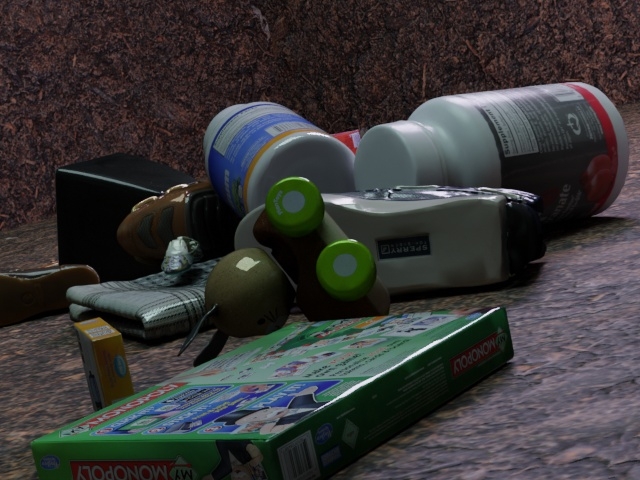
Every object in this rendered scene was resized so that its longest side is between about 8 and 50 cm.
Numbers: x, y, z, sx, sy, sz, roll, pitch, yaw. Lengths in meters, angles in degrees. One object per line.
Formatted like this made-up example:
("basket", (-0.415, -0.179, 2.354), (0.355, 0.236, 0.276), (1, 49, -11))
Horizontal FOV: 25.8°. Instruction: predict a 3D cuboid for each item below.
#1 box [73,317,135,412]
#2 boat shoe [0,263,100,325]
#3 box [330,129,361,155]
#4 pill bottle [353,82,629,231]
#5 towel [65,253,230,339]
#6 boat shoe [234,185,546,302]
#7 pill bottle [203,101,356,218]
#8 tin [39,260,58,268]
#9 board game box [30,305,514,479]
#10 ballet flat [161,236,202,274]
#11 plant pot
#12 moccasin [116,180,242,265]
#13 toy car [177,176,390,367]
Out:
("box", (-0.181, 0.111, 1.175), (0.028, 0.081, 0.136), (-14, 8, -14))
("boat shoe", (-0.408, 0.075, 1.926), (0.207, 0.073, 0.073), (-6, 4, -12))
("box", (-0.020, -0.124, 2.632), (0.122, 0.128, 0.257), (-8, 8, 29))
("pill bottle", (0.206, -0.094, 1.706), (0.318, 0.176, 0.176), (-10, 5, -31))
("towel", (-0.129, 0.051, 1.699), (0.312, 0.056, 0.324), (-15, 7, -26))
("boat shoe", (0.086, 0.003, 1.531), (0.340, 0.127, 0.158), (1, 6, 27))
("pill bottle", (-0.061, -0.093, 1.791), (0.152, 0.152, 0.272), (-14, 21, -17))
("tin", (-0.409, 0.054, 2.234), (0.106, 0.040, 0.190), (-6, 8, 12))
("board game box", (-0.023, 0.115, 1.027), (0.213, 0.046, 0.317), (-8, 8, 36))
("ballet flat", (-0.174, 0.016, 1.723), (0.041, 0.041, 0.114), (-11, 7, 9))
("plant pot", (-0.281, -0.026, 2.137), (0.167, 0.187, 0.188), (5, 13, 23))
("moccasin", (-0.163, -0.019, 1.986), (0.147, 0.139, 0.380), (-7, 8, 21))
("toy car", (-0.046, 0.057, 1.273), (0.188, 0.149, 0.155), (-38, -17, -4))
